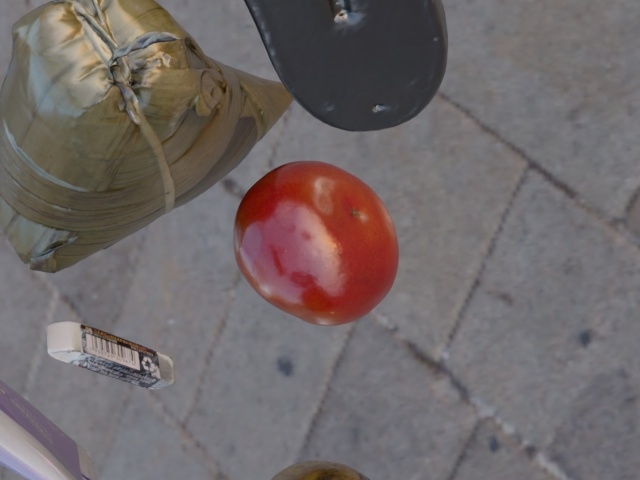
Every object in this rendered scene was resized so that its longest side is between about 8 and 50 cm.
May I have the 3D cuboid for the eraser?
[{"bbox_3d":[-0.139,0.077,1.007,0.019,0.099,0.027,-36,49,29],"label":"eraser"}]

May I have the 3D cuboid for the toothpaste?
[{"bbox_3d":[-0.329,0.132,1.353,0.080,0.371,0.125,-47,30,7],"label":"toothpaste"}]

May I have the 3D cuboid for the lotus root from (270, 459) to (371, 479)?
[{"bbox_3d":[-0.004,0.311,1.561,0.169,0.141,0.314,-61,7,-15],"label":"lotus root"}]

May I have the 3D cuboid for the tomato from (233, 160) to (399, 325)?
[{"bbox_3d":[0.000,0.000,1.669,0.136,0.195,0.195,-43,66,42],"label":"tomato"}]

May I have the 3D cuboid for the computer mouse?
[{"bbox_3d":[0.012,-0.187,1.075,0.137,0.270,0.086,-17,53,7],"label":"computer mouse"}]

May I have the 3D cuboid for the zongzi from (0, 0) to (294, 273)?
[{"bbox_3d":[-0.146,-0.211,1.710,0.218,0.467,0.500,51,150,8],"label":"zongzi"}]
